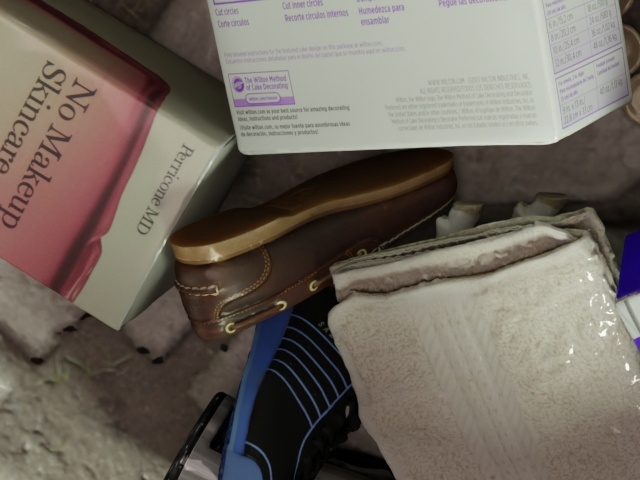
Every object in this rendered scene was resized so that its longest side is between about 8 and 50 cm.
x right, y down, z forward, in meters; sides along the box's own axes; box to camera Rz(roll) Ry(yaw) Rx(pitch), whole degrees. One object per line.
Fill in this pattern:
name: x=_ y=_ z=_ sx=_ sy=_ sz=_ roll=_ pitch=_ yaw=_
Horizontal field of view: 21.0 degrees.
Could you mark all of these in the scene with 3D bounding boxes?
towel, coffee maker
towel: x=0.129 y=0.117 z=1.053 sx=0.187 sy=0.049 sz=0.282 roll=-15 pitch=114 yaw=30
coffee maker: x=-0.029 y=0.210 z=1.172 sx=0.178 sy=0.120 sz=0.171 roll=27 pitch=108 yaw=6

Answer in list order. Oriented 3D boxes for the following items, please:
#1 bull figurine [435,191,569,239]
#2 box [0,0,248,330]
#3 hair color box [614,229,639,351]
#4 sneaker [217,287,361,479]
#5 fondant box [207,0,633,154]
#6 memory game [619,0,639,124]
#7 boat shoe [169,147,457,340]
bull figurine: x=0.206 y=0.069 z=1.099 sx=0.310 sy=0.101 sz=0.188 roll=2 pitch=99 yaw=10
box: x=-0.177 y=-0.072 z=1.134 sx=0.232 sy=0.127 sz=0.148 roll=31 pitch=107 yaw=4
hair color box: x=0.325 y=0.119 z=0.971 sx=0.185 sy=0.110 sz=0.339 roll=-26 pitch=105 yaw=22
sneaker: x=-0.007 y=0.103 z=1.097 sx=0.090 sy=0.232 sz=0.081 roll=14 pitch=142 yaw=0
fondant box: x=0.033 y=-0.220 z=0.990 sx=0.238 sy=0.096 sz=0.330 roll=1 pitch=110 yaw=40
memory game: x=0.255 y=-0.145 z=1.082 sx=0.186 sy=0.012 sz=0.186 roll=3 pitch=103 yaw=11
boat shoe: x=0.000 y=0.000 z=1.103 sx=0.207 sy=0.073 sz=0.073 roll=-21 pitch=110 yaw=-23
